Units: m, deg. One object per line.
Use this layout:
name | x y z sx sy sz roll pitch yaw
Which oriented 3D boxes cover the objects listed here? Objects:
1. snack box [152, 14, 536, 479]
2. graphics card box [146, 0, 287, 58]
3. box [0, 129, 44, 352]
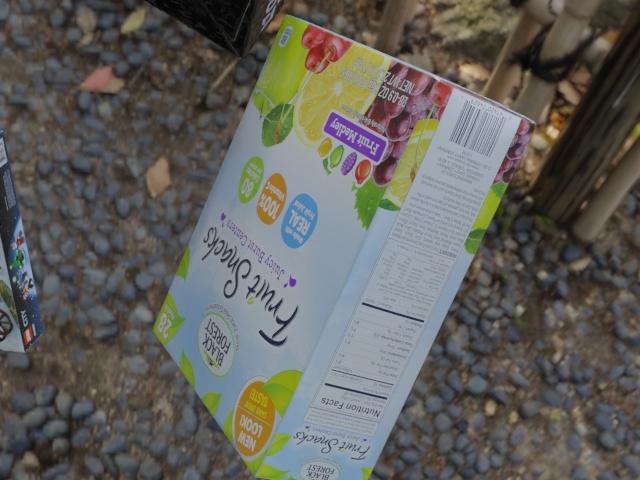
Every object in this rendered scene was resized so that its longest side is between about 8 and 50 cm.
snack box | 0.000 0.000 0.590 0.070 0.207 0.174 17 11 -30
graphics card box | -0.048 -0.322 0.727 0.233 0.094 0.371 33 66 1
box | -0.381 -0.001 1.133 0.159 0.233 0.044 4 28 15
